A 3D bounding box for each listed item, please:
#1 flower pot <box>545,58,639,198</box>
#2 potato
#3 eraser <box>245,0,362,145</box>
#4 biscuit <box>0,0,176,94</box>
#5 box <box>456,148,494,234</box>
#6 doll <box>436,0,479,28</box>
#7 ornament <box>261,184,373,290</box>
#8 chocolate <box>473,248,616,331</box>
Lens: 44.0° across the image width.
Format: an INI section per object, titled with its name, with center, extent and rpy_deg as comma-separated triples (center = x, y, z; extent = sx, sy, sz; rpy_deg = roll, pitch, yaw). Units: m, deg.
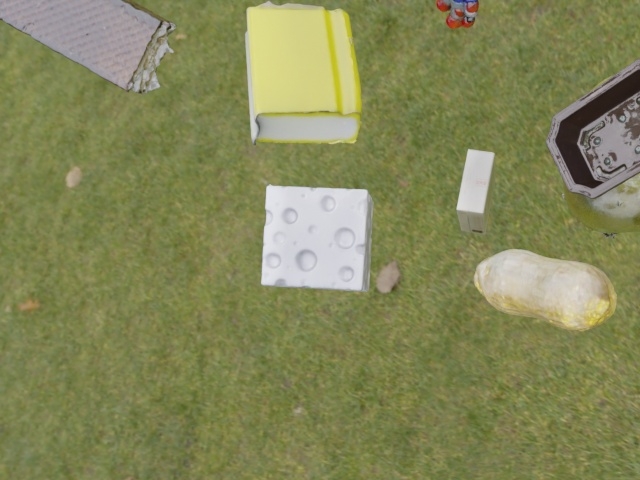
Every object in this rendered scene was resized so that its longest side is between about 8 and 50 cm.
[flower pot]
center = 0.542, -0.192, 1.412
extent = 0.251, 0.084, 0.178
rpy_deg = -36, 64, 39
[potato]
center = 0.672, -0.190, 1.791
extent = 0.270, 0.219, 0.359
rpy_deg = -14, 76, 47
[eraser]
center = -0.026, -0.243, 1.145
extent = 0.158, 0.069, 0.226
rpy_deg = -2, 58, -7
[biscuit]
center = -0.316, -0.296, 1.061
extent = 0.252, 0.070, 0.106
rpy_deg = 30, 104, 4
[box]
center = 0.341, -0.102, 1.724
extent = 0.058, 0.201, 0.141
rpy_deg = 10, 81, 14
[doll]
center = 0.170, -0.312, 0.894
extent = 0.062, 0.194, 0.104
rpy_deg = -5, 71, -6
[ornament]
center = 0.000, 0.000, 1.930
extent = 0.239, 0.240, 0.239
rpy_deg = 2, 86, 8
[chocolate]
center = 0.417, 0.089, 1.484
extent = 0.309, 0.134, 0.134
rpy_deg = 12, 79, 56
